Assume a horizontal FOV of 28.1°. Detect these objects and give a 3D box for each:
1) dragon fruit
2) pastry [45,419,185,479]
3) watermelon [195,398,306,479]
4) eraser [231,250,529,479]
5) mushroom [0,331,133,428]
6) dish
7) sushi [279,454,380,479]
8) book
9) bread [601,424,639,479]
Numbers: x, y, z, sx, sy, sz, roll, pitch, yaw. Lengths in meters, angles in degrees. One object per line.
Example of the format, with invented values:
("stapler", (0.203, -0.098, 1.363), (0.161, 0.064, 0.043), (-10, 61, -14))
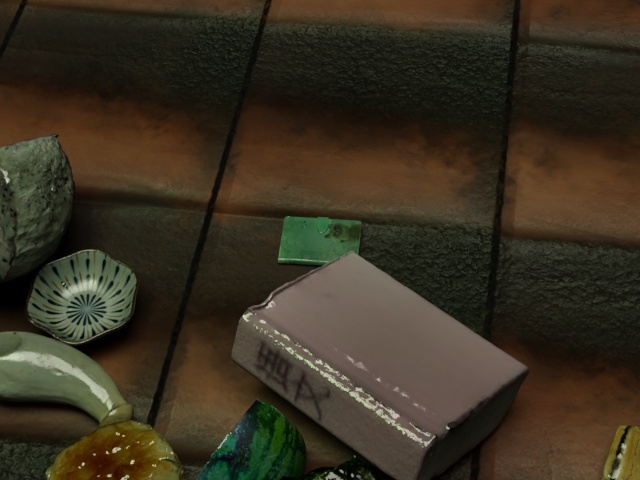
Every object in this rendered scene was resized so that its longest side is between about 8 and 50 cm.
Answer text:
("dragon fruit", (-0.515, -0.042, 2.132), (0.283, 0.203, 0.221), (-19, 5, 37))
("pastry", (-0.298, 0.350, 1.855), (0.192, 0.093, 0.182), (-35, 47, -21))
("watermelon", (-0.116, 0.330, 1.834), (0.128, 0.146, 0.231), (28, 56, 23))
("eraser", (0.089, 0.187, 1.922), (0.359, 0.122, 0.272), (33, 39, 26))
("mushroom", (-0.406, 0.213, 1.976), (0.270, 0.103, 0.118), (15, 57, 9))
("dish", (-0.383, 0.106, 2.084), (0.191, 0.066, 0.190), (0, 51, 0))
("sushi", (-0.007, 0.397, 1.790), (0.225, 0.124, 0.127), (-24, 53, -10))
("book", (0.000, 0.000, 2.186), (0.135, 0.017, 0.103), (4, 51, 5))
("bread", (0.453, 0.324, 1.878), (0.072, 0.053, 0.106), (31, 58, -3))
